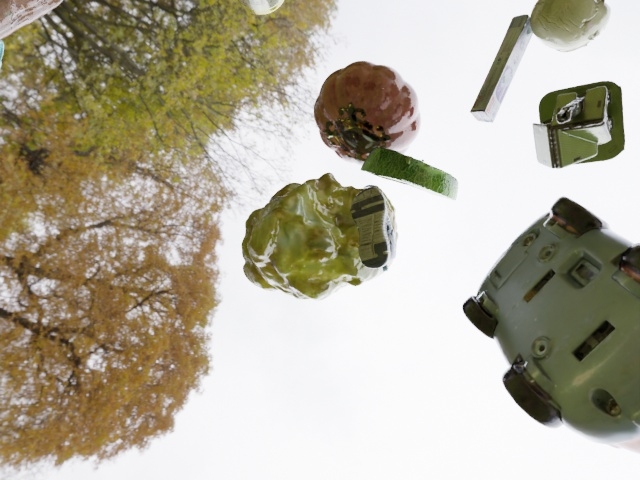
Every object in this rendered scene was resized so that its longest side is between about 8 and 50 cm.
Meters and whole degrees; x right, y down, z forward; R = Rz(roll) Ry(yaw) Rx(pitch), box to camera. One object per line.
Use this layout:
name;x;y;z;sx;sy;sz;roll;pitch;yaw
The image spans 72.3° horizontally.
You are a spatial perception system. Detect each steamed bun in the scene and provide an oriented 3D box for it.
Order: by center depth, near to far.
steamed bun;0.420;-0.381;0.758;0.090;0.113;0.130;-60;-165;26

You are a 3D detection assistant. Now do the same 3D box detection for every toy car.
toy car;0.305;0.096;0.467;0.180;0.213;0.270;-55;-165;19

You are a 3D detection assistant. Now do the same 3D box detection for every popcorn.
popcorn;0.003;0.010;0.945;0.335;0.292;0.293;-1;-133;-15

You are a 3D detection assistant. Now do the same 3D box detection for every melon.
melon;0.204;-0.143;0.952;0.118;0.210;0.064;-154;-97;-73

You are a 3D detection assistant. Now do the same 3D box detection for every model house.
model house;0.644;-0.267;1.128;0.205;0.279;0.218;-2;-67;42

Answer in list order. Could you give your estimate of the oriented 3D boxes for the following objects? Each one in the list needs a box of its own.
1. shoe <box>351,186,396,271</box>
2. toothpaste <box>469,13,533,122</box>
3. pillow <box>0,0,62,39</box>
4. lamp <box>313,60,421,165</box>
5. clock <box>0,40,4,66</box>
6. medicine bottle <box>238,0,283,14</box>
shoe;0.093;-0.020;0.724;0.064;0.071;0.142;-17;-110;26
toothpaste;0.341;-0.321;0.821;0.040;0.047;0.196;25;-88;46
pillow;-0.536;-0.385;0.673;0.223;0.084;0.236;-39;-107;-15
lamp;0.135;-0.358;1.228;0.306;0.305;0.239;9;-127;27
clock;-0.691;-0.382;0.899;0.147;0.045;0.108;-35;-136;44
medicine bottle;-0.142;-0.579;0.905;0.122;0.212;0.121;0;-93;4
